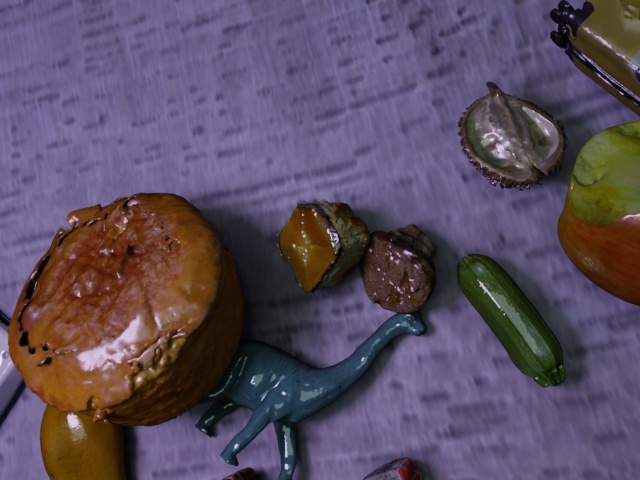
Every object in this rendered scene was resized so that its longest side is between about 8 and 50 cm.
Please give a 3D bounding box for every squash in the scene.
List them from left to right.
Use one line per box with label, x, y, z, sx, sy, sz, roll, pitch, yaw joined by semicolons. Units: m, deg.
squash;0.268;0.108;0.972;0.068;0.077;0.219;-22;70;-31

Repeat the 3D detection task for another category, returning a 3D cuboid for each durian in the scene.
durian;0.272;-0.149;1.016;0.148;0.091;0.189;-14;71;1

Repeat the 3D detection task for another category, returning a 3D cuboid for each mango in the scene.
mango;-0.377;0.341;1.113;0.136;0.099;0.228;-23;82;4

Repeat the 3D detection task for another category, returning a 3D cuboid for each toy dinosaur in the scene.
toy dinosaur;-0.074;0.171;1.065;0.383;0.129;0.331;27;77;21

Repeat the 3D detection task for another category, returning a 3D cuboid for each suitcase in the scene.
suitcase;0.466;-0.286;0.955;0.194;0.143;0.235;-44;69;4

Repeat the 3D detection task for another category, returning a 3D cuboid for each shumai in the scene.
shumai;0.126;0.041;1.026;0.105;0.139;0.123;-9;106;-16

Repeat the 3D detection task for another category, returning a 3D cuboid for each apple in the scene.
apple;0.420;-0.042;0.867;0.226;0.246;0.246;29;88;29

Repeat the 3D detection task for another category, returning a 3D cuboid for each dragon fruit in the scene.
dragon fruit;0.109;0.344;0.982;0.083;0.060;0.056;-37;76;35

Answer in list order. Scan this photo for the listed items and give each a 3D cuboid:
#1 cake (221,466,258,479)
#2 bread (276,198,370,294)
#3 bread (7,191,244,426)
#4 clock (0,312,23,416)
cake;-0.166;0.449;0.919;0.198;0.293;0.196;-31;77;9
bread;0.000;0.000;1.051;0.128;0.069;0.140;54;134;24
bread;-0.283;0.100;1.034;0.336;0.204;0.358;-38;47;-9
clock;-0.658;0.215;1.213;0.262;0.116;0.231;32;89;19
